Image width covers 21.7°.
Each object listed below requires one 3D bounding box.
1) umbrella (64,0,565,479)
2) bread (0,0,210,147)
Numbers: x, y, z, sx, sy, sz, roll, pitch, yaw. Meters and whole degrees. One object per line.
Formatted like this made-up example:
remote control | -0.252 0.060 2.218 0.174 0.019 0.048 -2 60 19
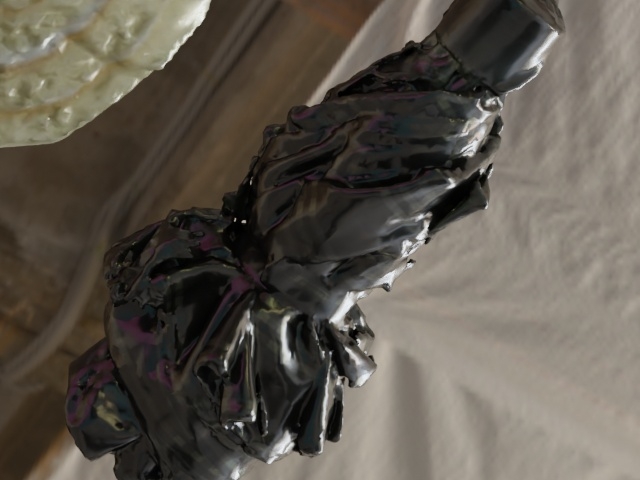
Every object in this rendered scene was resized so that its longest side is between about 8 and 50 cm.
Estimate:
umbrella | 0.006 0.011 0.851 0.336 0.128 0.154 -38 -99 21
bread | -0.122 -0.118 0.532 0.134 0.141 0.148 -39 -40 14
